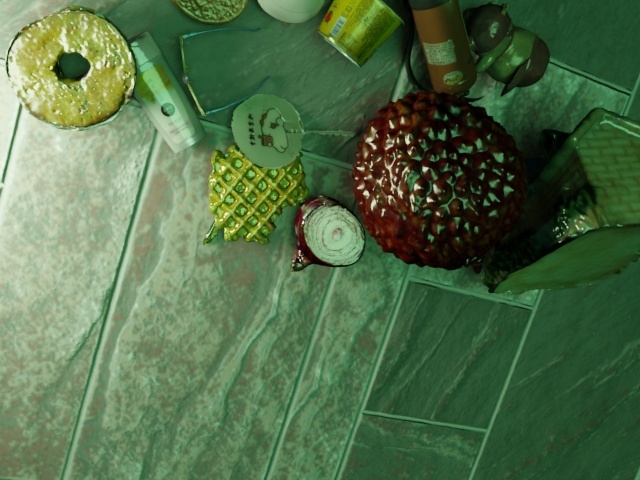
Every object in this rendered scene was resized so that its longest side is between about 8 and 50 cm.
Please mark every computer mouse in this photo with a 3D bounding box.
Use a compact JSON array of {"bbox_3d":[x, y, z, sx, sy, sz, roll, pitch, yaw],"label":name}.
[{"bbox_3d":[-0.047,-0.654,1.563,0.184,0.121,0.297,18,100,-20],"label":"computer mouse"}]

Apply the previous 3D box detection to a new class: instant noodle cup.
[{"bbox_3d":[0.085,-0.512,1.622,0.182,0.182,0.144,33,103,-23],"label":"instant noodle cup"}]

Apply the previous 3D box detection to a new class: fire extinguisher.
[{"bbox_3d":[0.287,-0.474,1.661,0.113,0.200,0.376,-35,126,-12],"label":"fire extinguisher"}]

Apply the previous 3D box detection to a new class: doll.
[{"bbox_3d":[0.470,-0.488,1.757,0.255,0.152,0.196,29,95,-23],"label":"doll"}]

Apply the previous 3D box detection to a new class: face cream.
[{"bbox_3d":[-0.371,-0.337,1.571,0.107,0.073,0.269,-32,111,-8],"label":"face cream"}]

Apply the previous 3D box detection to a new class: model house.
[{"bbox_3d":[0.633,-0.118,1.795,0.394,0.445,0.400,-3,67,-12],"label":"model house"}]

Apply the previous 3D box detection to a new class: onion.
[{"bbox_3d":[0.000,0.000,1.750,0.218,0.140,0.195,-46,109,-1],"label":"onion"}]

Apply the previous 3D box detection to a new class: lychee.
[{"bbox_3d":[0.298,-0.123,1.658,0.424,0.424,0.500,-38,111,-5],"label":"lychee"}]

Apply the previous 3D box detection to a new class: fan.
[{"bbox_3d":[-0.063,-0.270,1.696,0.329,0.009,0.191,-3,83,-23],"label":"fan"}]

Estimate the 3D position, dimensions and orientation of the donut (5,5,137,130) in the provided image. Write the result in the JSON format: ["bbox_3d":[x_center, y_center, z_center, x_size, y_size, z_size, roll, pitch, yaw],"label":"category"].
[{"bbox_3d":[-0.521,-0.375,1.467,0.272,0.107,0.272,-1,118,-3],"label":"donut"}]

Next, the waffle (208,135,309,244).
[{"bbox_3d":[-0.152,-0.124,1.703,0.291,0.051,0.291,-4,102,-19],"label":"waffle"}]

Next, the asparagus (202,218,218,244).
[{"bbox_3d":[-0.266,-0.032,1.717,0.025,0.021,0.108,29,95,-24],"label":"asparagus"}]

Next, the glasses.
[{"bbox_3d":[-0.233,-0.409,1.615,0.220,0.088,0.190,-26,112,-31],"label":"glasses"}]

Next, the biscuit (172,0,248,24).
[{"bbox_3d":[-0.282,-0.620,1.533,0.288,0.044,0.202,39,85,-22],"label":"biscuit"}]
